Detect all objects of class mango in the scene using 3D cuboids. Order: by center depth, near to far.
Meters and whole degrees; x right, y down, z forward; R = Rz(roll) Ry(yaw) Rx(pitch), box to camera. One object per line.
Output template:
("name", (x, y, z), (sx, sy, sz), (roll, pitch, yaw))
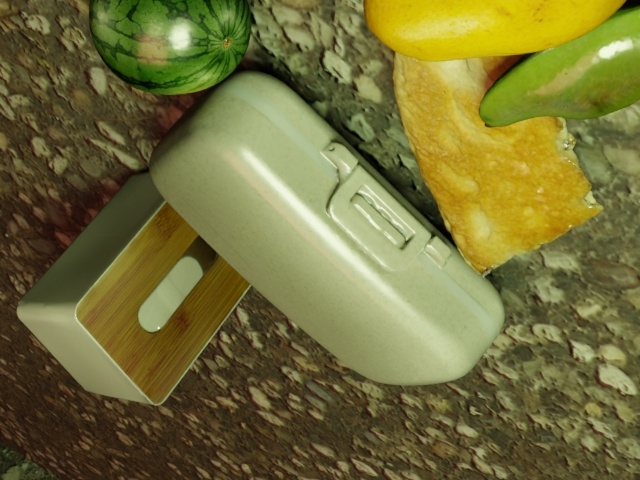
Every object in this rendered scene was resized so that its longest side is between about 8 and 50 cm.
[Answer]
("mango", (0.116, -0.190, 0.750), (0.219, 0.112, 0.145), (-18, 96, 36))

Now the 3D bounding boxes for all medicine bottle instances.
("medicine bottle", (0.000, 0.000, 1.144), (0.375, 0.123, 0.282), (44, 157, -12))

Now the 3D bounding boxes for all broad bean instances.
("broad bean", (0.242, -0.147, 0.757), (0.325, 0.075, 0.067), (-27, 78, 35))

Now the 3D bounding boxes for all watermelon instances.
("watermelon", (-0.152, -0.206, 1.022), (0.187, 0.141, 0.141), (21, 146, 29))

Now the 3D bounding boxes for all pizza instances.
("pizza", (0.146, -0.100, 0.942), (0.182, 0.074, 0.365), (14, 140, 34))

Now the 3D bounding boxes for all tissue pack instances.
("tissue pack", (-0.203, 0.047, 1.304), (0.136, 0.246, 0.159), (-1, 134, 46))
